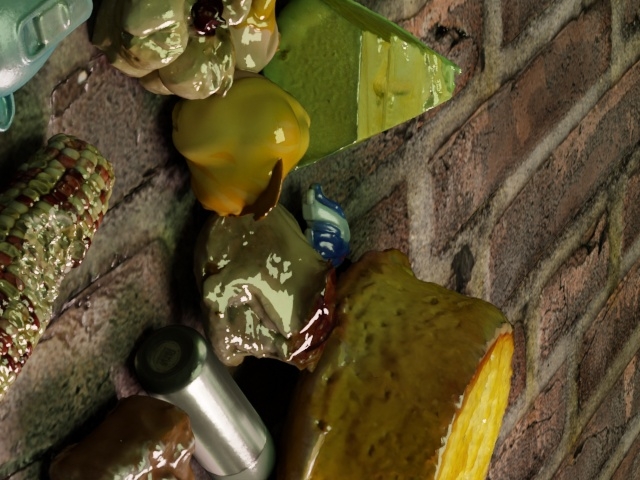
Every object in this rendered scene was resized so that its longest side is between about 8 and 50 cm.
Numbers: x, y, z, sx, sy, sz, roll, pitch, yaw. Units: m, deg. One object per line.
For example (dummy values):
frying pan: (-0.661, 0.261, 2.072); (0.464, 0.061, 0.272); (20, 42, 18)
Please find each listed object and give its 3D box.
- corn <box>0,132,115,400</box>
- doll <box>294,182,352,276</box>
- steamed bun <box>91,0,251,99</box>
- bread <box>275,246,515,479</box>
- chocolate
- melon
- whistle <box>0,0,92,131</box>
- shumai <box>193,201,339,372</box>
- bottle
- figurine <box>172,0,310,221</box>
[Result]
corn: (-0.249, 0.027, 1.387); (0.290, 0.098, 0.098); (-61, 149, -31)
doll: (0.000, 0.000, 1.894); (0.195, 0.070, 0.096); (73, 20, -58)
steamed bun: (-0.120, -0.224, 1.519); (0.192, 0.106, 0.177); (32, 71, -60)
bread: (0.079, 0.209, 1.933); (0.398, 0.215, 0.398); (17, 90, -74)
chocolate: (-0.180, 0.267, 1.624); (0.148, 0.093, 0.214); (-40, 135, -48)
melon: (0.042, -0.166, 1.845); (0.323, 0.124, 0.196); (-11, 113, -66)
whistle: (-0.267, -0.144, 1.293); (0.274, 0.093, 0.186); (-48, 141, -40)
shumai: (-0.045, 0.043, 1.739); (0.201, 0.120, 0.201); (3, 90, -69)
bottle: (-0.112, 0.171, 1.739); (0.253, 0.079, 0.096); (61, 14, -51)
figurine: (-0.071, -0.139, 1.648); (0.156, 0.131, 0.246); (3, 85, -40)
